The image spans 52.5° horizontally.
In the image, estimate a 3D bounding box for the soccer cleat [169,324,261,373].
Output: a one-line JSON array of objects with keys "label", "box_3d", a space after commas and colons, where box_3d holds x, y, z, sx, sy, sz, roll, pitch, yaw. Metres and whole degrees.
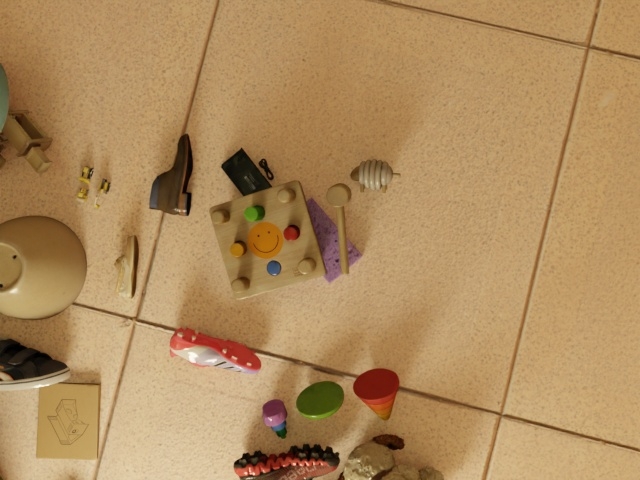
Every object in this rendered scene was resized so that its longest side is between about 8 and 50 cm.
[{"label": "soccer cleat", "box_3d": [-0.277, 0.303, 1.705, 0.248, 0.083, 0.095, 20, 118, -1]}]

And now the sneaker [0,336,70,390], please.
[{"label": "sneaker", "box_3d": [-0.819, 0.320, 1.697, 0.321, 0.126, 0.127, -4, 93, 4]}]

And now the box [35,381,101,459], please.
[{"label": "box", "box_3d": [-0.672, 0.481, 1.735, 0.165, 0.021, 0.201, 1, 87, 3]}]

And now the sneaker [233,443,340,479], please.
[{"label": "sneaker", "box_3d": [-0.081, 0.603, 1.663, 0.276, 0.097, 0.135, -10, 87, 4]}]

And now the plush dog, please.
[{"label": "plush dog", "box_3d": [0.152, 0.614, 1.623, 0.262, 0.210, 0.225, -43, 60, -2]}]

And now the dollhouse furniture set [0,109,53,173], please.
[{"label": "dollhouse furniture set", "box_3d": [-0.804, -0.230, 1.757, 0.161, 0.101, 0.182, -42, 86, 25]}]

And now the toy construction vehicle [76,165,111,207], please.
[{"label": "toy construction vehicle", "box_3d": [-0.619, -0.145, 1.754, 0.086, 0.035, 0.098, 21, 89, 4]}]

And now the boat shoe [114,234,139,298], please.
[{"label": "boat shoe", "box_3d": [-0.520, 0.069, 1.725, 0.059, 0.063, 0.170, 5, 88, -3]}]

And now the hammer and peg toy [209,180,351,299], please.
[{"label": "hammer and peg toy", "box_3d": [-0.084, -0.008, 1.645, 0.361, 0.127, 0.265, -16, 90, 12]}]

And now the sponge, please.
[{"label": "sponge", "box_3d": [0.000, 0.000, 1.720, 0.117, 0.031, 0.210, -41, 86, 1]}]

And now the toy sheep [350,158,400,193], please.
[{"label": "toy sheep", "box_3d": [0.143, -0.170, 1.696, 0.132, 0.091, 0.091, 2, 87, 8]}]

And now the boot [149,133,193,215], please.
[{"label": "boot", "box_3d": [-0.398, -0.176, 1.722, 0.106, 0.082, 0.219, 3, 89, 0]}]

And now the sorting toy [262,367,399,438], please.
[{"label": "sorting toy", "box_3d": [0.037, 0.444, 1.680, 0.366, 0.127, 0.126, -15, 116, 5]}]

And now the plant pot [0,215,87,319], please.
[{"label": "plant pot", "box_3d": [-0.780, 0.071, 1.675, 0.284, 0.191, 0.284, 0, 88, 3]}]

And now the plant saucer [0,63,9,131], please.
[{"label": "plant saucer", "box_3d": [-0.954, -0.357, 1.720, 0.318, 0.044, 0.317, -3, 84, 24]}]

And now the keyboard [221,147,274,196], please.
[{"label": "keyboard", "box_3d": [-0.174, -0.164, 1.741, 0.108, 0.023, 0.180, -38, 87, 7]}]

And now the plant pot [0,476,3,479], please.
[{"label": "plant pot", "box_3d": [-0.971, 0.732, 1.600, 0.353, 0.366, 0.366, -20, 87, -11]}]
